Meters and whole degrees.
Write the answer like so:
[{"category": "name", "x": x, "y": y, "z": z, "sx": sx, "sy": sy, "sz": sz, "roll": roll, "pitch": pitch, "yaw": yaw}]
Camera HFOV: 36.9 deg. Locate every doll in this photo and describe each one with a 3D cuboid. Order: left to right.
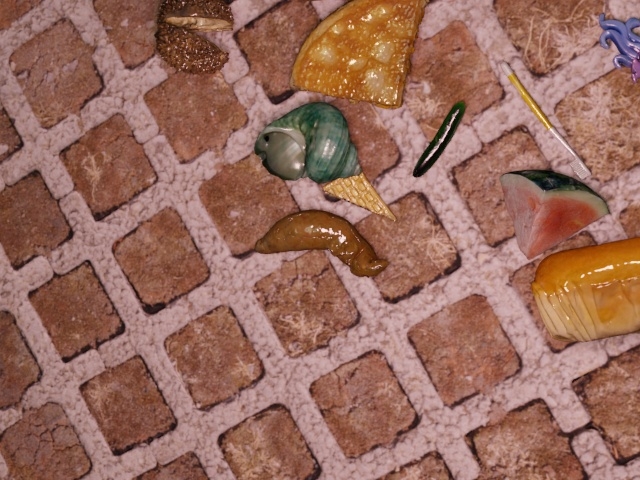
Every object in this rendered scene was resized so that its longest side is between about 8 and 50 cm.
[{"category": "doll", "x": 0.611, "y": -0.367, "z": 1.848, "sx": 0.206, "sy": 0.067, "sz": 0.110, "roll": 43, "pitch": 94, "yaw": 19}]

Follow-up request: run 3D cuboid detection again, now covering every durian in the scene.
[{"category": "durian", "x": -0.277, "y": -0.444, "z": 2.043, "sx": 0.196, "sy": 0.167, "sz": 0.196, "roll": -10, "pitch": 67, "yaw": 25}]

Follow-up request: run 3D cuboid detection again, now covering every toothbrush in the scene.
[{"category": "toothbrush", "x": 0.445, "y": -0.240, "z": 1.920, "sx": 0.024, "sy": 0.021, "sz": 0.288, "roll": -36, "pitch": 84, "yaw": 4}]

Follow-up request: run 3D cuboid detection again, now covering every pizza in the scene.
[{"category": "pizza", "x": 0.079, "y": -0.415, "z": 1.974, "sx": 0.258, "sy": 0.087, "sz": 0.268, "roll": 16, "pitch": 97, "yaw": 18}]

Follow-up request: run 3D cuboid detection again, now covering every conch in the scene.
[{"category": "conch", "x": -0.010, "y": -0.193, "z": 1.986, "sx": 0.202, "sy": 0.134, "sz": 0.196, "roll": 44, "pitch": 134, "yaw": 13}]

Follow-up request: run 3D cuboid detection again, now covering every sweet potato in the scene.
[{"category": "sweet potato", "x": 0.002, "y": -0.003, "z": 2.017, "sx": 0.310, "sy": 0.098, "sz": 0.124, "roll": 11, "pitch": 104, "yaw": 17}]

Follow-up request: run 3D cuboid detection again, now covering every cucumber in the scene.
[{"category": "cucumber", "x": 0.246, "y": -0.204, "z": 1.970, "sx": 0.036, "sy": 0.033, "sz": 0.184, "roll": 30, "pitch": 103, "yaw": -7}]

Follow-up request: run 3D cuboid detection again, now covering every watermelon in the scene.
[{"category": "watermelon", "x": 0.463, "y": -0.069, "z": 1.917, "sx": 0.207, "sy": 0.136, "sz": 0.202, "roll": 15, "pitch": 139, "yaw": -13}]

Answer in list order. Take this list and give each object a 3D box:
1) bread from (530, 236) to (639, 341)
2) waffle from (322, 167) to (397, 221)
[{"category": "bread", "x": 0.594, "y": 0.074, "z": 1.791, "sx": 0.389, "sy": 0.236, "sz": 0.183, "roll": -15, "pitch": 91, "yaw": 16}, {"category": "waffle", "x": 0.083, "y": -0.077, "z": 2.025, "sx": 0.097, "sy": 0.023, "sz": 0.152, "roll": -38, "pitch": 84, "yaw": 15}]
